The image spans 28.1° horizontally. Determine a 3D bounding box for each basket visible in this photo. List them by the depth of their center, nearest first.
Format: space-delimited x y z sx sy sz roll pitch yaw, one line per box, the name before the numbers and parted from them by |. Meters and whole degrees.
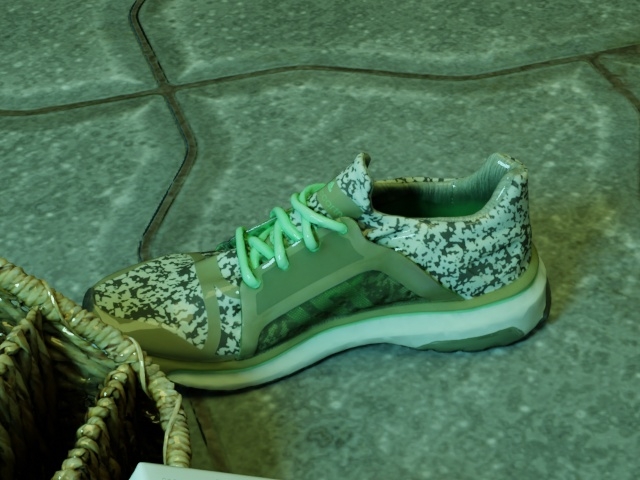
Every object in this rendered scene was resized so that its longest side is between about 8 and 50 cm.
basket | -0.199 0.174 0.822 0.213 0.223 0.299 9 37 12

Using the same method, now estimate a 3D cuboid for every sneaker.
sneaker | 0.000 0.000 1.083 0.410 0.182 0.158 -9 38 -10

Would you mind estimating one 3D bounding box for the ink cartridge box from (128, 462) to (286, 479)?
ink cartridge box | -0.016 0.229 0.764 0.218 0.092 0.158 13 38 -31
